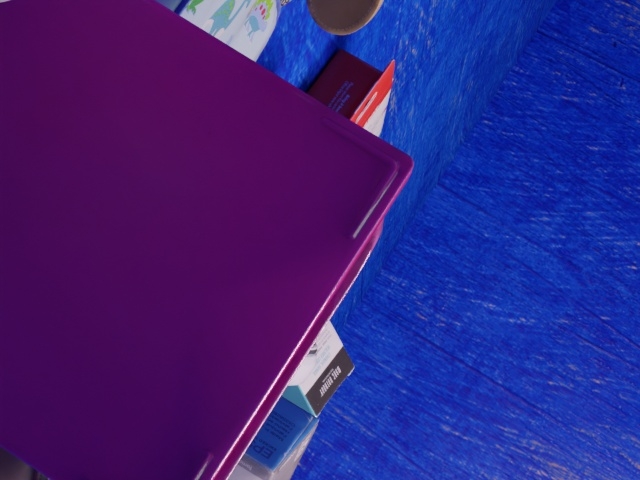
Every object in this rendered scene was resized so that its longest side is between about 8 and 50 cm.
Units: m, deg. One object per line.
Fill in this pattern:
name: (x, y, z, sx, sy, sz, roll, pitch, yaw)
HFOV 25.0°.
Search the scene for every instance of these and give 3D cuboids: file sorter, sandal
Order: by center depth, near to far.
file sorter: (-0.133, -0.011, 0.720, 0.202, 0.291, 0.182, -57, 173, -10)
sandal: (0.050, -0.300, 1.358, 0.079, 0.088, 0.240, -45, 159, -35)

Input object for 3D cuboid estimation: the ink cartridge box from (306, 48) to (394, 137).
ink cartridge box: (0.016, -0.134, 1.734, 0.134, 0.078, 0.231, -55, 170, -21)

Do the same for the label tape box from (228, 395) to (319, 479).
label tape box: (-0.177, 0.255, 1.466, 0.106, 0.241, 0.333, -46, 164, -54)

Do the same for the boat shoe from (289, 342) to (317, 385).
boat shoe: (-0.099, 0.028, 1.182, 0.335, 0.121, 0.119, 31, 85, -49)

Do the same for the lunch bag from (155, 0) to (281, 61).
lunch bag: (-0.102, -0.157, 1.015, 0.176, 0.090, 0.219, -56, 170, -11)

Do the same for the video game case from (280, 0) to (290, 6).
video game case: (0.028, -0.301, 1.154, 0.232, 0.042, 0.210, -37, 162, -15)

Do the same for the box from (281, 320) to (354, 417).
box: (-0.059, 0.069, 1.543, 0.060, 0.244, 0.100, -15, -159, 36)

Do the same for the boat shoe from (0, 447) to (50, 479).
boat shoe: (-0.220, 0.138, 1.030, 0.116, 0.097, 0.324, -48, -163, 18)
